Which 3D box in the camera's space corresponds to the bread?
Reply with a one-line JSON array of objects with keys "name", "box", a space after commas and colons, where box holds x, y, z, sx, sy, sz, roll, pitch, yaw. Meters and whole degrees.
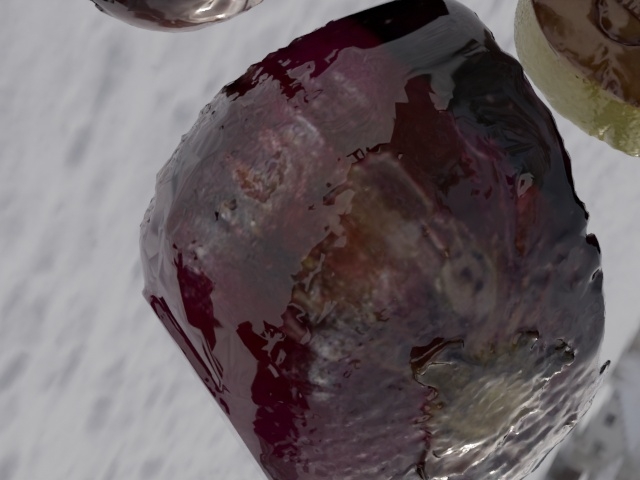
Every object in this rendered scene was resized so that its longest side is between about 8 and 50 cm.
[{"name": "bread", "box": [0.169, -0.124, 0.846, 0.086, 0.125, 0.156, 110, -12, -60]}]

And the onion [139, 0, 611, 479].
[{"name": "onion", "box": [0.000, 0.000, 0.570, 0.139, 0.218, 0.195, -31, 134, -11]}]

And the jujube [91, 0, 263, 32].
[{"name": "jujube", "box": [-0.037, -0.233, 0.634, 0.197, 0.197, 0.290, -35, 155, -56]}]
